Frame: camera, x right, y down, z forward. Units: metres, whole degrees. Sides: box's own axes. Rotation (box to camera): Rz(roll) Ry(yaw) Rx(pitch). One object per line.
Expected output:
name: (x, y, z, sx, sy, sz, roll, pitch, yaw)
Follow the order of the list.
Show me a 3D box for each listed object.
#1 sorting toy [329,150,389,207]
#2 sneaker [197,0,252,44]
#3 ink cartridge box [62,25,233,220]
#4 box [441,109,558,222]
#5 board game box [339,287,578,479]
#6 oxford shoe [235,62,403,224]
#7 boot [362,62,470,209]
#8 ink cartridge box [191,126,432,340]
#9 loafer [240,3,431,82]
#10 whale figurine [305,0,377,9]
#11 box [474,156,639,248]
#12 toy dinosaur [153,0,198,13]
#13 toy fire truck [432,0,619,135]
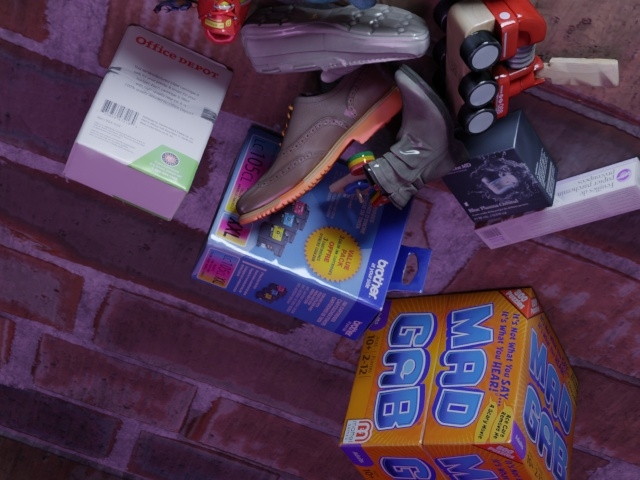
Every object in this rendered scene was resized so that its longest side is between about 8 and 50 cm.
sorting toy: (0.113, -0.098, 2.029, 0.132, 0.046, 0.274, -29, 162, 36)
sneaker: (-0.139, -0.370, 1.759, 0.107, 0.118, 0.279, 8, 169, -1)
ink cartridge box: (-0.287, -0.201, 1.975, 0.198, 0.273, 0.115, 24, 145, -11)
box: (0.302, -0.124, 2.008, 0.156, 0.093, 0.158, -13, 134, 33)
board game box: (0.298, 0.355, 2.410, 0.356, 0.357, 0.356, -7, 138, 28)
oxford shoe: (-0.020, -0.170, 1.960, 0.363, 0.130, 0.133, -41, 95, 9)
boot: (0.134, -0.153, 1.859, 0.161, 0.083, 0.246, -36, 137, -1)
ink cartridge box: (0.000, 0.000, 2.130, 0.395, 0.270, 0.151, 22, 148, -8)
loafer: (0.026, -0.308, 1.850, 0.319, 0.112, 0.111, 7, 130, 27)
whale figurine: (0.044, -0.402, 1.660, 0.272, 0.141, 0.216, 21, 147, 23)
box: (0.424, -0.061, 2.067, 0.324, 0.063, 0.067, -18, 133, 37)
toy dinosaur: (-0.233, -0.382, 1.915, 0.090, 0.047, 0.082, 27, 162, -31)
toy fire truck: (0.314, -0.283, 1.778, 0.246, 0.158, 0.217, -21, 144, -11)
